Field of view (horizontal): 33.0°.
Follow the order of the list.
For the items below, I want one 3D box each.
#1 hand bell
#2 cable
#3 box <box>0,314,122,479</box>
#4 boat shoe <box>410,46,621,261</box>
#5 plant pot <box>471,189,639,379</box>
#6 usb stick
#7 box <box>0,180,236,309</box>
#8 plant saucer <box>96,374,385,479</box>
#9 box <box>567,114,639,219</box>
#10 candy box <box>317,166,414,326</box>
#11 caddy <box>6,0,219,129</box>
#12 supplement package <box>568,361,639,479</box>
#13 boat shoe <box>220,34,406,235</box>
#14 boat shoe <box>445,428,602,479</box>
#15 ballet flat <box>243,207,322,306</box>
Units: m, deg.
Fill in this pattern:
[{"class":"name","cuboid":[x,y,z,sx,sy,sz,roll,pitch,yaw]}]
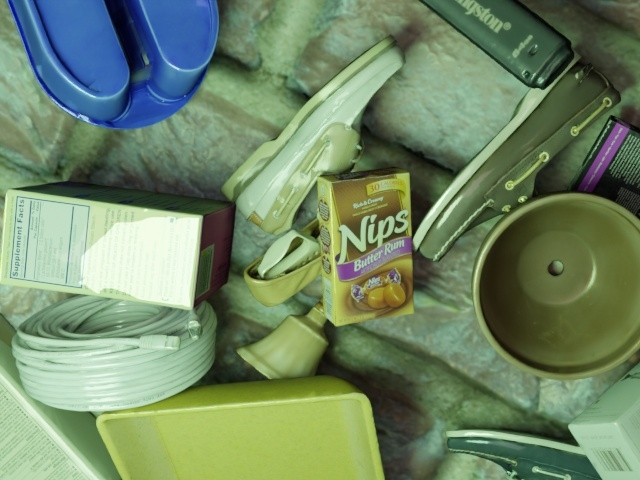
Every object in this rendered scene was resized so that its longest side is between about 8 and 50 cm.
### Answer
[{"class":"hand bell","cuboid":[0.009,0.084,1.429,0.126,0.126,0.242,36,88,1]},{"class":"cable","cuboid":[-0.257,0.129,1.377,0.257,0.257,0.089,-7,106,5]},{"class":"box","cuboid":[-0.416,0.252,1.472,0.148,0.121,0.311,-41,91,9]},{"class":"boat shoe","cuboid":[0.243,-0.091,1.367,0.096,0.116,0.324,40,93,3]},{"class":"plant pot","cuboid":[0.305,0.048,1.370,0.237,0.110,0.237,0,102,1]},{"class":"usb stick","cuboid":[0.190,-0.291,1.338,0.278,0.045,0.077,44,93,20]},{"class":"box","cuboid":[-0.250,0.000,1.377,0.243,0.213,0.117,8,97,5]},{"class":"plant saucer","cuboid":[-0.083,0.286,1.400,0.332,0.081,0.333,-6,133,6]},{"class":"box","cuboid":[0.413,-0.074,1.374,0.162,0.029,0.116,27,119,3]},{"class":"candy box","cuboid":[0.057,0.006,1.358,0.109,0.053,0.187,-8,104,-18]},{"class":"caddy","cuboid":[-0.268,-0.311,1.365,0.241,0.179,0.341,-20,94,-14]},{"class":"supplement package","cuboid":[0.422,0.219,1.350,0.179,0.105,0.105,-34,92,-24]},{"class":"boat shoe","cuboid":[0.009,-0.132,1.393,0.103,0.113,0.302,46,110,-2]},{"class":"boat shoe","cuboid":[0.288,0.293,1.420,0.254,0.095,0.079,9,86,-4]},{"class":"ballet flat","cuboid":[0.000,0.000,1.403,0.232,0.080,0.073,-39,135,2]}]
